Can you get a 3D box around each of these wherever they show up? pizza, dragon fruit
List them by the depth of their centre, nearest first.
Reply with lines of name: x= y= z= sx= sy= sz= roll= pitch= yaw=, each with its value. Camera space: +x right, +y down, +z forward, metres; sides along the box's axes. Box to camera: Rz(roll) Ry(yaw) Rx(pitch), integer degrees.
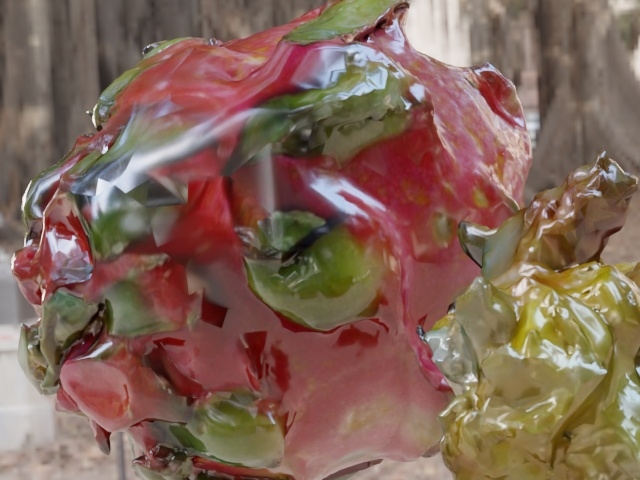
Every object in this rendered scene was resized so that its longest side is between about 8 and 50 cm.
pizza: x=0.101 y=0.077 z=0.433 sx=0.081 sy=0.290 sz=0.229 roll=-22 pitch=-48 yaw=21
dragon fruit: x=-0.010 y=0.001 z=0.738 sx=0.237 sy=0.231 sz=0.303 roll=-12 pitch=25 yaw=41
